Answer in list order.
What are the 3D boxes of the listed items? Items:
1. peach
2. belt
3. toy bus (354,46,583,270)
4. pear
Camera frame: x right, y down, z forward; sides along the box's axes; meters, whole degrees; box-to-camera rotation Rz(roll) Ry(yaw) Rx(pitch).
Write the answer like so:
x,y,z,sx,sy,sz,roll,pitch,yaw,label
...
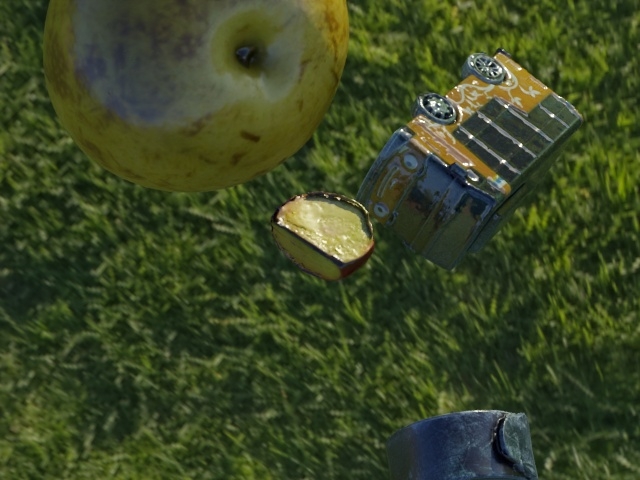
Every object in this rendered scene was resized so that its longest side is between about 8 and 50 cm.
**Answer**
x,y,z,sx,sy,sz,roll,pitch,yaw,label
0.000,0.000,1.057,0.083,0.050,0.077,-3,62,-9,peach
0.137,0.215,1.223,0.141,0.190,0.082,-6,67,-4,belt
0.178,-0.098,1.480,0.167,0.138,0.275,40,43,11,toy bus
-0.113,-0.175,1.097,0.281,0.281,0.280,-7,65,15,pear
